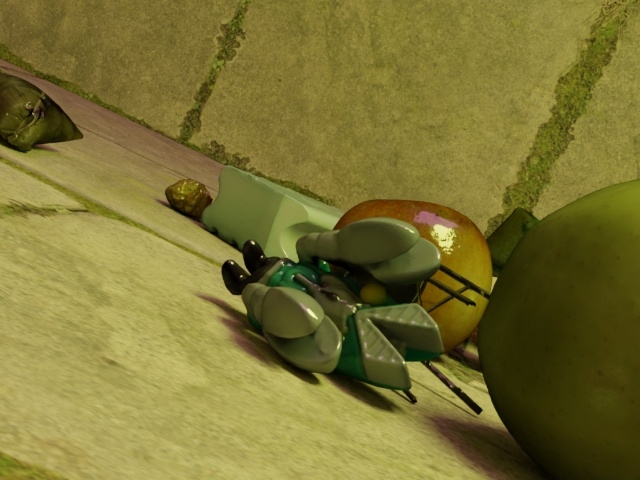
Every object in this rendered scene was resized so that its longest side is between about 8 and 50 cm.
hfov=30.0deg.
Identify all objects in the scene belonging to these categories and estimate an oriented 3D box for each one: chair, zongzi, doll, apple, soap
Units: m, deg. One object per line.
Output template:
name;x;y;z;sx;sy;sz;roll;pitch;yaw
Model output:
chair;0.066;0.064;1.405;0.160;0.170;0.326;17;15;-46
zongzi;-0.431;-0.175;1.887;0.204;0.094;0.205;32;4;-37
doll;-0.003;0.068;1.227;0.258;0.195;0.153;0;-41;21
apple;0.337;0.105;1.195;0.357;0.357;0.357;25;5;-2
soap;0.000;0.000;1.958;0.347;0.115;0.208;20;7;-44
apple;0.121;0.052;1.662;0.237;0.207;0.237;13;-10;2

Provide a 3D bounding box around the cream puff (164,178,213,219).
cream puff;-0.213;-0.071;1.980;0.083;0.058;0.083;25;3;-22

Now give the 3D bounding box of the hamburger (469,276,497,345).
hamburger;0.284;0.139;1.776;0.210;0.116;0.173;38;-10;-19

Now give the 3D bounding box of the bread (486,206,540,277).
bread;0.427;0.114;2.007;0.382;0.129;0.366;48;3;9
